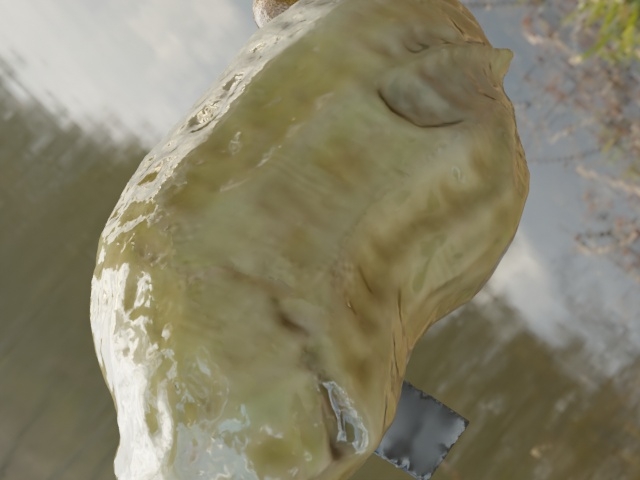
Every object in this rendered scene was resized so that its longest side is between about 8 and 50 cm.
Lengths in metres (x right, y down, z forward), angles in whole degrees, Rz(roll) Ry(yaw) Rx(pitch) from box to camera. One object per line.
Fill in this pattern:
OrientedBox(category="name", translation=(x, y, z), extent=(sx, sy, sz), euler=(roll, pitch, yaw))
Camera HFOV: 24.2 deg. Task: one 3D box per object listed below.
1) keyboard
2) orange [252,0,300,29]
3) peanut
OrientedBox(category="keyboard", translation=(0.044, 0.145, 1.323), extent=(0.196, 0.074, 0.015), euler=(34, -179, -28))
OrientedBox(category="orange", translation=(-0.026, -0.231, 1.494), extent=(0.085, 0.085, 0.085), euler=(36, 161, 14))
OrientedBox(category="peanut", translation=(-0.005, -0.002, 0.729), extent=(0.174, 0.340, 0.158), euler=(35, 146, 7))
